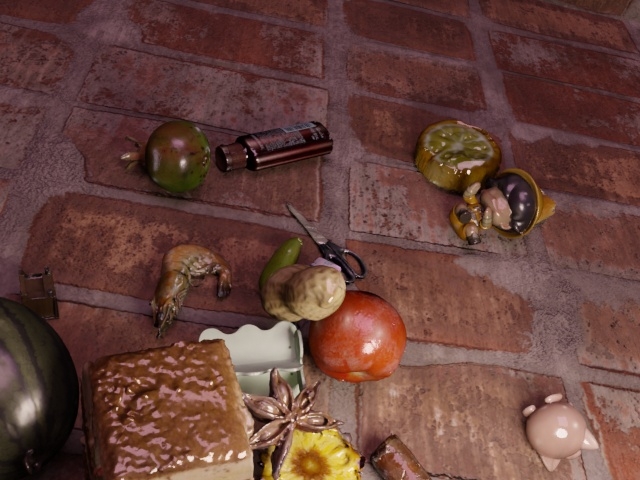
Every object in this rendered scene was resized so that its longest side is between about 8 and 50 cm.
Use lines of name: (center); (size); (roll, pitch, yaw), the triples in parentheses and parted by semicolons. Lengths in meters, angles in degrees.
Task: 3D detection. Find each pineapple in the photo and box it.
pineapple: (-0.018, 0.434, 1.357); (0.225, 0.076, 0.224); (7, 43, -6)

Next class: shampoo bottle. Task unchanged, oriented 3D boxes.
shampoo bottle: (-0.129, -0.253, 1.998); (0.323, 0.084, 0.129); (-18, 51, -30)

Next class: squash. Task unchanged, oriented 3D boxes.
squash: (-0.089, 0.057, 1.719); (0.066, 0.066, 0.201); (23, 41, 6)

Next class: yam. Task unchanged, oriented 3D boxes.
yam: (0.161, 0.451, 1.401); (0.079, 0.079, 0.141); (-23, 58, -34)

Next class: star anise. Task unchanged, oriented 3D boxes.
star anise: (-0.068, 0.324, 1.343); (0.208, 0.063, 0.171); (-33, 78, -38)

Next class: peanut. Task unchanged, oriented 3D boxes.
peanut: (-0.032, 0.101, 1.463); (0.124, 0.257, 0.123); (6, 77, -29)

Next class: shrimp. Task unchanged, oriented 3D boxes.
shrimp: (-0.283, 0.113, 1.612); (0.169, 0.058, 0.296); (13, 41, -8)

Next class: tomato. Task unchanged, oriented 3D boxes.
tomato: (0.078, 0.197, 1.527); (0.208, 0.208, 0.184); (6, 63, -12)

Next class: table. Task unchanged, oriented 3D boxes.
table: (-0.581, 0.109, 1.498); (0.070, 0.082, 0.083); (-6, 49, -22)
table: (-0.141, 0.250, 1.456); (0.198, 0.166, 0.166); (-5, 48, -10)

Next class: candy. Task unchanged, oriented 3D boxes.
candy: (-0.027, 0.118, 1.656); (0.073, 0.092, 0.160); (30, 47, 20)
candy: (0.402, -0.251, 2.137); (0.260, 0.118, 0.259); (7, 44, -7)

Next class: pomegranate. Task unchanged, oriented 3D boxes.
pomegranate: (-0.388, -0.212, 1.822); (0.224, 0.181, 0.181); (6, 43, 11)

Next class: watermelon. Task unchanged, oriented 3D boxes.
watermelon: (-0.556, 0.255, 1.226); (0.279, 0.278, 0.359); (-26, 62, -36)

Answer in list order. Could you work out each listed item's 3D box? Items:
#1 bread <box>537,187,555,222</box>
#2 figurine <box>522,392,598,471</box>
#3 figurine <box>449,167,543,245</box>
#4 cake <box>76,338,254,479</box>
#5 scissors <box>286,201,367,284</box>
bread: (0.602, -0.107, 2.080); (0.106, 0.082, 0.125); (-19, 57, -40)
figurine: (0.497, 0.400, 1.527); (0.125, 0.125, 0.138); (-15, 63, -29)
figurine: (0.475, -0.086, 1.967); (0.257, 0.167, 0.192); (-19, 74, -6)
cake: (-0.256, 0.345, 1.221); (0.282, 0.290, 0.255); (-5, 52, -25)
scissors: (0.000, 0.000, 1.831); (0.109, 0.022, 0.300); (-20, 54, -37)
